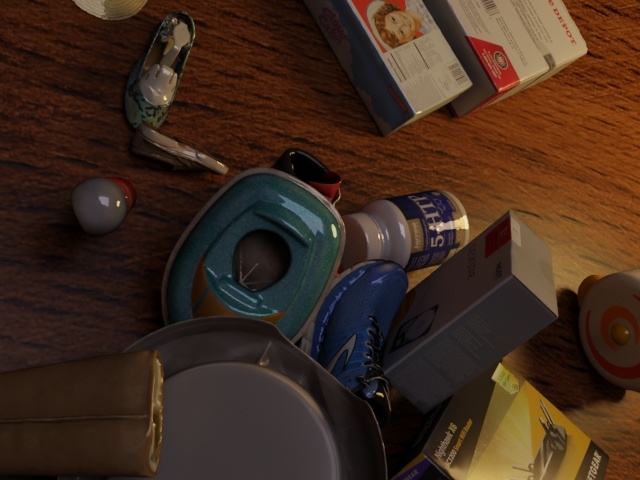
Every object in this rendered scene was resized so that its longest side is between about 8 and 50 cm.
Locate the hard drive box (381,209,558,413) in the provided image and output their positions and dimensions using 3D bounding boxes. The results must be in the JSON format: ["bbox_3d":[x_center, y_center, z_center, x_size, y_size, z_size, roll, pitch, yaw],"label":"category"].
[{"bbox_3d":[0.198,0.094,1.322,0.089,0.232,0.181,42,26,-13],"label":"hard drive box"}]

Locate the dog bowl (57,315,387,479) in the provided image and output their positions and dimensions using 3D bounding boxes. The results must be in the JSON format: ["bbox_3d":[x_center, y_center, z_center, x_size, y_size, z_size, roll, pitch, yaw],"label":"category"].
[{"bbox_3d":[-0.102,0.261,1.076,0.348,0.102,0.349,0,76,0],"label":"dog bowl"}]

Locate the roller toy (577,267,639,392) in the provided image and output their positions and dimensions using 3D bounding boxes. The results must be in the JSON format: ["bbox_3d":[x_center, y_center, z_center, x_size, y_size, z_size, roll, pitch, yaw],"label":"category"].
[{"bbox_3d":[0.518,0.137,1.580,0.146,0.191,0.209,-7,76,-35],"label":"roller toy"}]

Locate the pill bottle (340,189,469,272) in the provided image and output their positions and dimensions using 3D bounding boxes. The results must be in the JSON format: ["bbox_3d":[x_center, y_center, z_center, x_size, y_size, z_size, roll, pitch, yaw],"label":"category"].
[{"bbox_3d":[0.112,-0.008,1.415,0.186,0.112,0.112,-12,78,-37],"label":"pill bottle"}]

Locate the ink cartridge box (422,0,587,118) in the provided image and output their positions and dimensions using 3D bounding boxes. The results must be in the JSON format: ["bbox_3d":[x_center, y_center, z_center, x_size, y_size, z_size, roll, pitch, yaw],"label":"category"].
[{"bbox_3d":[0.301,-0.348,1.680,0.272,0.114,0.197,-27,86,-37],"label":"ink cartridge box"}]

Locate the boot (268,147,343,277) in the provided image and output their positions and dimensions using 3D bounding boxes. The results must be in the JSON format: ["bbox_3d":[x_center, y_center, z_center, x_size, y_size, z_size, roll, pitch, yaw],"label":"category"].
[{"bbox_3d":[0.000,0.000,1.294,0.244,0.176,0.088,52,47,-8],"label":"boot"}]

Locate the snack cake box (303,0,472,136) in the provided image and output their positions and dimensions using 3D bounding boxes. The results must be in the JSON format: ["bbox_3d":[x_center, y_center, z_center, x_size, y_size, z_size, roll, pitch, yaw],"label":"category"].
[{"bbox_3d":[0.103,-0.314,1.548,0.152,0.089,0.264,-30,89,-37],"label":"snack cake box"}]

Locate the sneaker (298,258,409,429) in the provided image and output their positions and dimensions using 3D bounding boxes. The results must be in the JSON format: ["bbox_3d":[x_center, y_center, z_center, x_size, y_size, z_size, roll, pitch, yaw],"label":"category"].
[{"bbox_3d":[0.043,0.172,1.239,0.330,0.147,0.130,-62,140,-24],"label":"sneaker"}]

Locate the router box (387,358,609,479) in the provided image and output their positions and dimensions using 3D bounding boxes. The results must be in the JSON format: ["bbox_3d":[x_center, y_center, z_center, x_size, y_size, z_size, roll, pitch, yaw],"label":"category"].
[{"bbox_3d":[0.245,0.303,1.304,0.243,0.081,0.309,42,31,3],"label":"router box"}]

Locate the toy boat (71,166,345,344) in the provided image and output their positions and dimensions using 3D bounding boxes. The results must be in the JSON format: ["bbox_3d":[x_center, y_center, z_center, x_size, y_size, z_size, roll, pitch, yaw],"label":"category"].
[{"bbox_3d":[-0.144,0.016,1.175,0.318,0.148,0.268,28,98,-4],"label":"toy boat"}]

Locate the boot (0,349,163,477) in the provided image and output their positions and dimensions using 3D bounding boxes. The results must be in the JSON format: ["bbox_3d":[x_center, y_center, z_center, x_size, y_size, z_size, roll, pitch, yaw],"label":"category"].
[{"bbox_3d":[-0.296,0.224,0.978,0.269,0.089,0.236,-2,68,-2],"label":"boot"}]

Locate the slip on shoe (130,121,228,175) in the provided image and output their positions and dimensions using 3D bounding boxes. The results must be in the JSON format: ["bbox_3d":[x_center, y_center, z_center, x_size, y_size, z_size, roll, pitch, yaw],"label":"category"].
[{"bbox_3d":[-0.186,-0.110,1.301,0.135,0.051,0.041,23,100,-35],"label":"slip on shoe"}]

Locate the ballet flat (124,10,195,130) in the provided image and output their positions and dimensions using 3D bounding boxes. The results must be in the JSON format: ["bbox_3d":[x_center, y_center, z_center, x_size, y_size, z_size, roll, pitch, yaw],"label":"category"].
[{"bbox_3d":[-0.211,-0.232,1.316,0.070,0.070,0.188,24,60,-25],"label":"ballet flat"}]

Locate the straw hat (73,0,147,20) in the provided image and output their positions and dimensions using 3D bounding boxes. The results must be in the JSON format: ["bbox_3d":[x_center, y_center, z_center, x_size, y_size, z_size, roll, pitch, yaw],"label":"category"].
[{"bbox_3d":[-0.279,-0.374,1.330,0.144,0.061,0.145,13,65,-29],"label":"straw hat"}]
